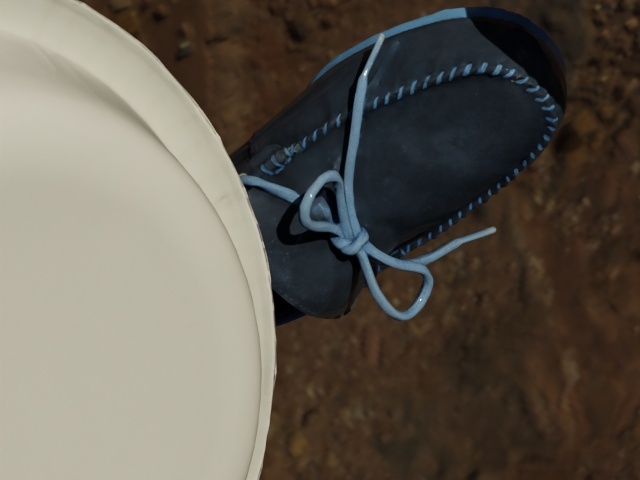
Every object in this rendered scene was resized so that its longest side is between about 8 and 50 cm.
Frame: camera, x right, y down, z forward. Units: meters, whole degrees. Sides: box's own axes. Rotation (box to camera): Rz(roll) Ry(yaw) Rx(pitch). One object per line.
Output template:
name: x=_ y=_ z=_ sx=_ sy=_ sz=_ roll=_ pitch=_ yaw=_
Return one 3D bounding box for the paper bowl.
paper bowl: x=-0.135 y=0.047 z=0.514 sx=0.148 sy=0.284 sz=0.284 roll=7 pitch=117 yaw=51

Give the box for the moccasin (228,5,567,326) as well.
moccasin: x=0.000 y=0.000 z=0.859 sx=0.138 sy=0.117 sz=0.342 roll=38 pitch=131 yaw=-20
